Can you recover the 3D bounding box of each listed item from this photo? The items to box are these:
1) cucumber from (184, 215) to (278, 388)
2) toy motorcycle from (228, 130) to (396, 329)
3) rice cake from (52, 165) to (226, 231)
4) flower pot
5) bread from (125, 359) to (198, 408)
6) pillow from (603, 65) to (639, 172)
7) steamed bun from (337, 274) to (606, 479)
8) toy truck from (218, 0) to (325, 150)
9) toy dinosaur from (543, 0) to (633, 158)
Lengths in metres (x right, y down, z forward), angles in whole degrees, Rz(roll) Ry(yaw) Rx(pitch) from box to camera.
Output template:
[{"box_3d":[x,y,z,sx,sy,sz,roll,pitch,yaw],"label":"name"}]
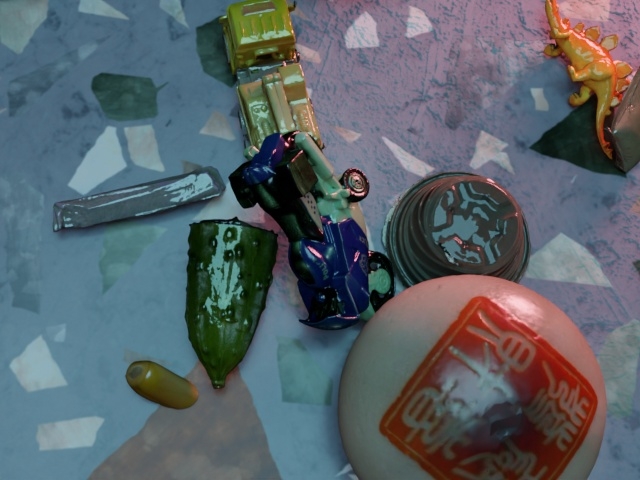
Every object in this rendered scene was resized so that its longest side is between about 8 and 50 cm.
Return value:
[{"box_3d":[-0.140,0.094,1.409,0.134,0.134,0.244,5,80,-3],"label":"cucumber"},{"box_3d":[0.000,0.000,1.382,0.331,0.125,0.196,58,45,-23],"label":"toy motorcycle"},{"box_3d":[-0.278,-0.063,1.476,0.270,0.049,0.055,-15,99,-8],"label":"rice cake"},{"box_3d":[0.218,-0.012,1.457,0.235,0.140,0.235,1,76,-2],"label":"flower pot"},{"box_3d":[-0.236,0.214,1.412,0.062,0.103,0.049,-8,57,38],"label":"bread"},{"box_3d":[0.527,-0.220,1.558,0.053,0.119,0.208,19,71,45],"label":"pillow"},{"box_3d":[0.210,0.231,1.308,0.374,0.241,0.374,0,90,-2],"label":"steamed bun"},{"box_3d":[-0.074,-0.243,1.483,0.124,0.157,0.272,-11,77,-8],"label":"toy truck"},{"box_3d":[0.453,-0.281,1.586,0.117,0.070,0.288,-24,83,-11],"label":"toy dinosaur"}]
